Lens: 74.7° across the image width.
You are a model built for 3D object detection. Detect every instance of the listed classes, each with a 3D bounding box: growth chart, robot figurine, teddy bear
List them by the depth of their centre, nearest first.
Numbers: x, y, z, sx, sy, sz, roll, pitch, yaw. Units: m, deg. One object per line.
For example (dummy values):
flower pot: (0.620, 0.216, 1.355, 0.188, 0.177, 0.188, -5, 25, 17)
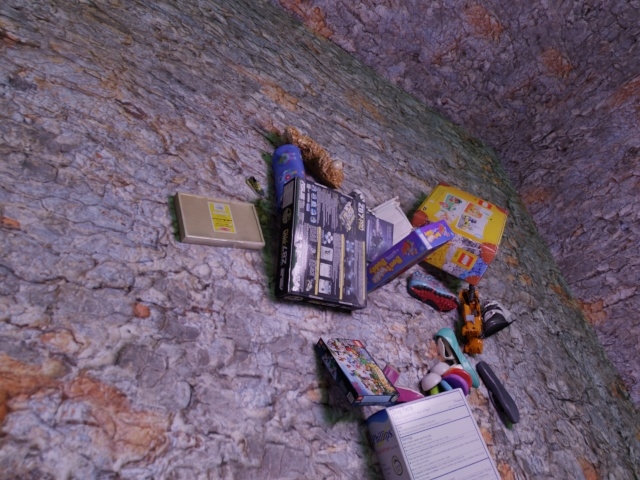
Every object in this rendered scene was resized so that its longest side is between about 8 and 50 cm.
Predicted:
teddy bear: (-0.022, -0.358, 1.739, 0.338, 0.113, 0.245, 40, -5, -2)
robot figurine: (0.642, 0.324, 1.786, 0.291, 0.085, 0.211, -70, 147, -53)
growth chart: (0.304, -0.072, 1.824, 0.021, 0.172, 0.237, 59, 9, -60)

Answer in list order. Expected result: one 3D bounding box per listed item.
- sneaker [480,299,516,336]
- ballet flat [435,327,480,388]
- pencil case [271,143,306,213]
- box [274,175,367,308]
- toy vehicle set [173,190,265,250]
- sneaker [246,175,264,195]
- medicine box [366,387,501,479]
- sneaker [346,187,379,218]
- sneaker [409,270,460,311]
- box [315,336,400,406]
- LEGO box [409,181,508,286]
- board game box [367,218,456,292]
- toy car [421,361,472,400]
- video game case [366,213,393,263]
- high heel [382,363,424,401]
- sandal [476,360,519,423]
sneaker: (0.784, 0.346, 1.923, 0.330, 0.122, 0.146, 6, 45, -56)
ballet flat: (0.509, 0.455, 1.601, 0.087, 0.083, 0.247, -13, 64, -22)
pencil case: (-0.116, -0.218, 1.568, 0.119, 0.133, 0.306, 65, 12, -54)
box: (0.015, 0.017, 1.403, 0.318, 0.097, 0.394, 15, 67, -33)
toy vehicle set: (-0.310, -0.058, 1.302, 0.267, 0.035, 0.166, 8, 52, -40)
sneaker: (-0.229, -0.195, 1.504, 0.083, 0.035, 0.031, 45, 38, -2)
medicine box: (0.309, 0.591, 1.157, 0.264, 0.149, 0.289, -4, 58, -24)
sneaker: (0.173, -0.105, 1.780, 0.106, 0.078, 0.234, -29, 84, -38)
sneaker: (0.486, 0.205, 1.772, 0.262, 0.104, 0.125, 29, 39, -22)
box: (0.103, 0.376, 1.218, 0.159, 0.044, 0.233, 14, 21, -35)
LEGO box: (0.643, -0.056, 1.981, 0.372, 0.193, 0.500, 28, 34, 16)
board game box: (0.286, 0.068, 1.503, 0.233, 0.347, 0.078, -16, 69, -49)
toy car: (0.450, 0.503, 1.439, 0.182, 0.136, 0.159, -21, 73, -51)
video game case: (0.186, -0.012, 1.685, 0.274, 0.026, 0.196, 18, 69, -33)
high heel: (0.254, 0.508, 1.320, 0.244, 0.082, 0.117, 49, 67, -20)
sandal: (0.700, 0.604, 1.666, 0.097, 0.054, 0.254, 19, 35, -41)
